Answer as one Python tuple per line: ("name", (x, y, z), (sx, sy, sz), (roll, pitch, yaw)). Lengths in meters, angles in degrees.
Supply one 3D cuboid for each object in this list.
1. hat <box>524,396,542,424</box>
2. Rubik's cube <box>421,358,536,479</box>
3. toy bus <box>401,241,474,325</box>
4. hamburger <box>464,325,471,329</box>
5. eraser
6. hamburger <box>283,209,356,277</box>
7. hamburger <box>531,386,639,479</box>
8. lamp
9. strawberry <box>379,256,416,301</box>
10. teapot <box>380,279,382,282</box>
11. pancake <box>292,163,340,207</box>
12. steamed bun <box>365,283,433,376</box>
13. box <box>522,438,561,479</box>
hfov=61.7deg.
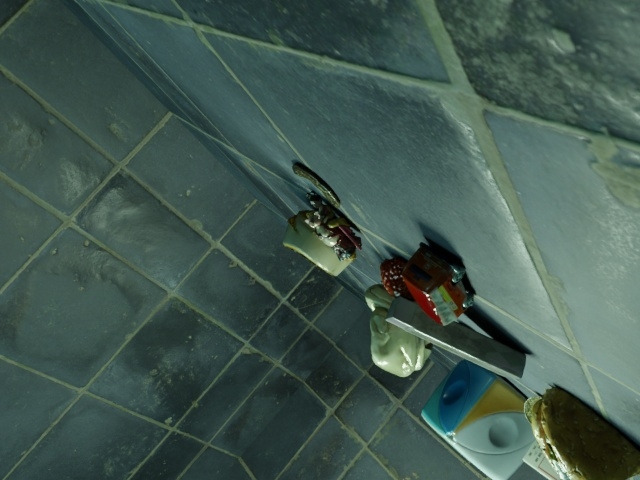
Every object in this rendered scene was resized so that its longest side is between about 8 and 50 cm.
("hat", (0.809, 0.608, 1.906), (0.146, 0.067, 0.146), (23, 123, 41))
("Rubik's cube", (0.690, 0.758, 2.288), (0.347, 0.352, 0.351), (43, 171, -8))
("toy bus", (0.292, 0.119, 1.331), (0.121, 0.120, 0.265), (38, 172, 36))
("hamburger", (0.513, 0.347, 1.848), (0.133, 0.062, 0.140), (38, 171, 16))
("eraser", (0.394, 0.288, 1.599), (0.397, 0.082, 0.213), (25, 170, 6))
("hamburger", (0.000, 0.000, 1.996), (0.294, 0.179, 0.276), (33, -179, 20))
("hamburger", (0.748, 0.603, 1.540), (0.330, 0.209, 0.162), (37, 173, 18))
("lamp", (0.027, -0.049, 1.795), (0.253, 0.118, 0.118), (48, 173, -9))
("strawberry", (0.268, 0.140, 1.680), (0.175, 0.106, 0.236), (43, 173, -21))
("teapot", (0.289, 0.193, 2.195), (0.100, 0.045, 0.068), (41, 175, 9))
("pancake", (-0.011, -0.167, 1.642), (0.190, 0.020, 0.184), (45, 172, -24))
("steamed bun", (0.312, 0.298, 1.932), (0.394, 0.238, 0.346), (-67, -39, -64))
("box", (0.840, 0.730, 1.812), (0.095, 0.210, 0.330), (37, 173, 3))
